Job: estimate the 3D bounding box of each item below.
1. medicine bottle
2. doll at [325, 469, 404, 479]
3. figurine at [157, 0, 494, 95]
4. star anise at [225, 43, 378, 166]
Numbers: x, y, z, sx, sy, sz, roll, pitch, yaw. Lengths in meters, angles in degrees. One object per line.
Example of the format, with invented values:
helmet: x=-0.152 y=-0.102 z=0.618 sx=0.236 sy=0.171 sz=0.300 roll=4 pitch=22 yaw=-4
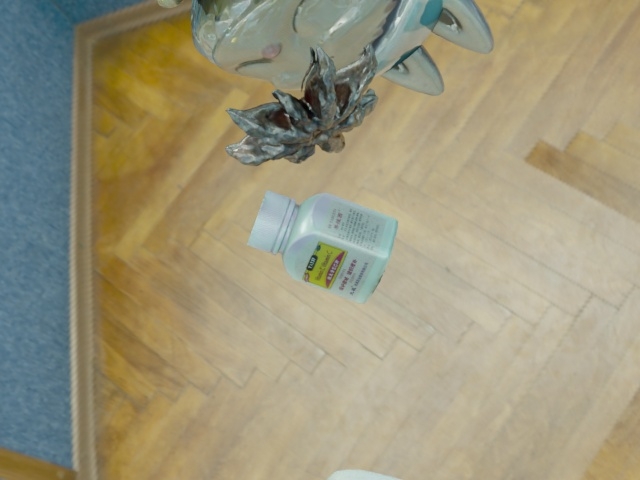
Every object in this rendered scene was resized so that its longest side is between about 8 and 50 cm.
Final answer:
medicine bottle: x=0.000 y=0.000 z=0.867 sx=0.118 sy=0.074 sz=0.055 roll=21 pitch=50 yaw=-4
doll: x=0.029 y=0.354 z=0.701 sx=0.161 sy=0.348 sz=0.423 roll=-7 pitch=46 yaw=3
figurine: x=-0.015 y=-0.262 z=1.086 sx=0.266 sy=0.377 sz=0.361 roll=-44 pitch=34 yaw=6
star anise: x=-0.006 y=-0.096 z=0.783 sx=0.141 sy=0.141 sz=0.042 roll=-31 pitch=70 yaw=7
